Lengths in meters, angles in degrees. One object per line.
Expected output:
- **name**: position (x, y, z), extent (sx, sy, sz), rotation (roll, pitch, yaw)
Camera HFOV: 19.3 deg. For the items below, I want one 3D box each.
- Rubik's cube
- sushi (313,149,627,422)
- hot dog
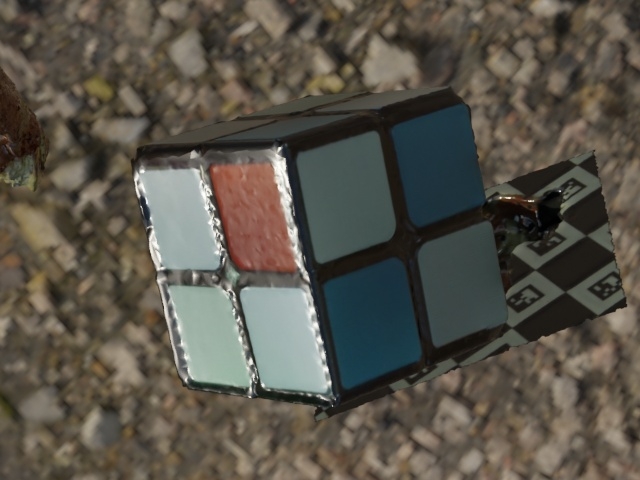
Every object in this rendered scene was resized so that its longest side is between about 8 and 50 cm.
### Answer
- **Rubik's cube**: position (0.000, 0.000, 1.277), extent (0.180, 0.167, 0.183), rotation (4, 110, 51)
- **sushi**: position (0.145, 0.055, 1.749), extent (0.294, 0.292, 0.059), rotation (-20, 119, 15)
- **hot dog**: position (-0.339, -0.130, 1.857), extent (0.146, 0.213, 0.103), rotation (30, 85, 32)
